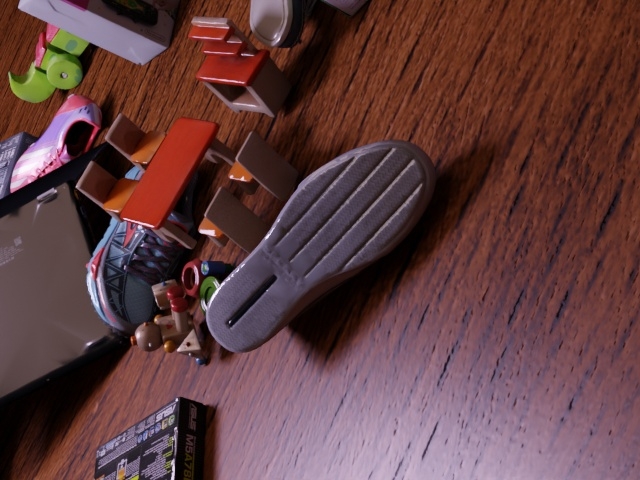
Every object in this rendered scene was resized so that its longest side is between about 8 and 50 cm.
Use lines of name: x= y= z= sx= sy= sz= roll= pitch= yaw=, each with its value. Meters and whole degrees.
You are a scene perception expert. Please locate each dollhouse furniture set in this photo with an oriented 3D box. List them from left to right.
dollhouse furniture set: x=-0.156 y=-0.127 z=1.423 sx=0.262 sy=0.135 sz=0.259 roll=13 pitch=68 yaw=43

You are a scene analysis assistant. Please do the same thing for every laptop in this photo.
laptop: x=-0.465 y=0.068 z=1.786 sx=0.382 sy=0.236 sz=0.408 roll=-27 pitch=71 yaw=12

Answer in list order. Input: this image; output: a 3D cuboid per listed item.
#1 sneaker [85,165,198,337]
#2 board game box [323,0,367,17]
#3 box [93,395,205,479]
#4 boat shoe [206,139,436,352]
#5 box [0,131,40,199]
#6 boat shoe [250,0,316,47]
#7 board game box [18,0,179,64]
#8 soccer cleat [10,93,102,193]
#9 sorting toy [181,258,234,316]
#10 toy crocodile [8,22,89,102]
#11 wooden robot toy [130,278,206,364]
sneaker: x=-0.227 y=-0.003 z=1.541 sx=0.125 sy=0.104 sz=0.262 roll=-20 pitch=54 yaw=47
board game box: x=-0.015 y=-0.408 z=1.280 sx=0.242 sy=0.316 sz=0.064 roll=-41 pitch=40 yaw=35
box: x=-0.206 y=0.300 z=1.367 sx=0.190 sy=0.045 sz=0.184 roll=-35 pitch=45 yaw=39
boat shoe: x=0.000 y=0.000 z=1.199 sx=0.302 sy=0.109 sz=0.094 roll=-40 pitch=-3 yaw=25
box: x=-0.611 y=-0.095 z=2.225 sx=0.232 sy=0.059 sz=0.183 roll=-13 pitch=59 yaw=52
boat shoe: x=-0.048 y=-0.317 z=1.499 sx=0.095 sy=0.079 sz=0.254 roll=-54 pitch=31 yaw=23
board game box: x=-0.331 y=-0.469 z=1.891 sx=0.097 sy=0.224 sz=0.303 roll=-20 pitch=54 yaw=51
soccer cleat: x=-0.453 y=-0.138 z=2.000 sx=0.248 sy=0.083 sz=0.095 roll=-52 pitch=39 yaw=18
sorting toy: x=-0.128 y=0.053 z=1.422 sx=0.102 sy=0.042 sz=0.061 roll=40 pitch=120 yaw=46
toy crocodile: x=-0.450 y=-0.387 z=2.130 sx=0.340 sy=0.105 sz=0.115 roll=-47 pitch=36 yaw=28
wooden robot toy: x=-0.196 y=0.099 z=1.423 sx=0.173 sy=0.079 sz=0.076 roll=-123 pitch=19 yaw=-54
